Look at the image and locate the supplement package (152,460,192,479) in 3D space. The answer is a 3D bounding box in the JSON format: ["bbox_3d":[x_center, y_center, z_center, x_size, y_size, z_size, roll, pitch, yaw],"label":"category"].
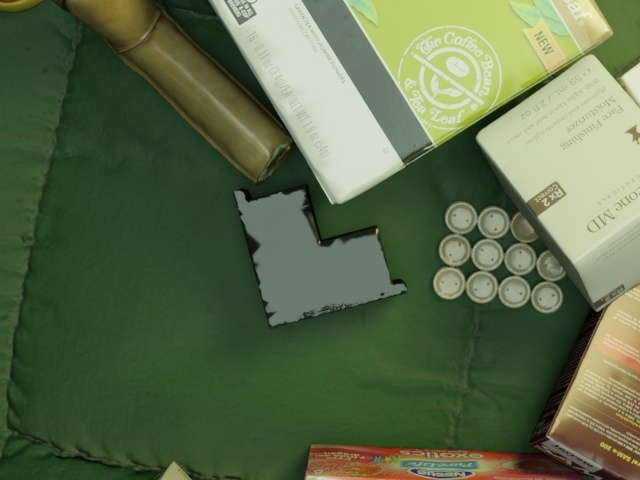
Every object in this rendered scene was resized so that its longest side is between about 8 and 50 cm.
[{"bbox_3d":[-0.156,0.417,1.515,0.204,0.145,0.262,-43,92,5],"label":"supplement package"}]

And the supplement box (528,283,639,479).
[{"bbox_3d":[0.333,0.140,1.468,0.130,0.073,0.239,29,72,0],"label":"supplement box"}]

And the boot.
[{"bbox_3d":[-0.141,-0.179,1.427,0.269,0.236,0.089,45,93,2],"label":"boot"}]

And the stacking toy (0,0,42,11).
[{"bbox_3d":[-0.280,-0.412,1.461,0.279,0.130,0.309,-7,95,3],"label":"stacking toy"}]

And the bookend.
[{"bbox_3d":[0.000,0.000,1.512,0.156,0.072,0.157,-16,93,3],"label":"bookend"}]

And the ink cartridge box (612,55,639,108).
[{"bbox_3d":[0.372,-0.134,1.473,0.056,0.099,0.135,-34,92,6],"label":"ink cartridge box"}]

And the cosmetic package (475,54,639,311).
[{"bbox_3d":[0.283,-0.057,1.422,0.151,0.151,0.183,-36,60,4],"label":"cosmetic package"}]

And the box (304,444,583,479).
[{"bbox_3d":[0.130,0.316,1.497,0.300,0.142,0.154,3,96,2],"label":"box"}]

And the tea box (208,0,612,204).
[{"bbox_3d":[0.066,-0.257,1.414,0.323,0.220,0.329,-33,92,4],"label":"tea box"}]

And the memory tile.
[{"bbox_3d":[0.204,0.018,1.535,0.148,0.012,0.113,9,95,2],"label":"memory tile"}]
